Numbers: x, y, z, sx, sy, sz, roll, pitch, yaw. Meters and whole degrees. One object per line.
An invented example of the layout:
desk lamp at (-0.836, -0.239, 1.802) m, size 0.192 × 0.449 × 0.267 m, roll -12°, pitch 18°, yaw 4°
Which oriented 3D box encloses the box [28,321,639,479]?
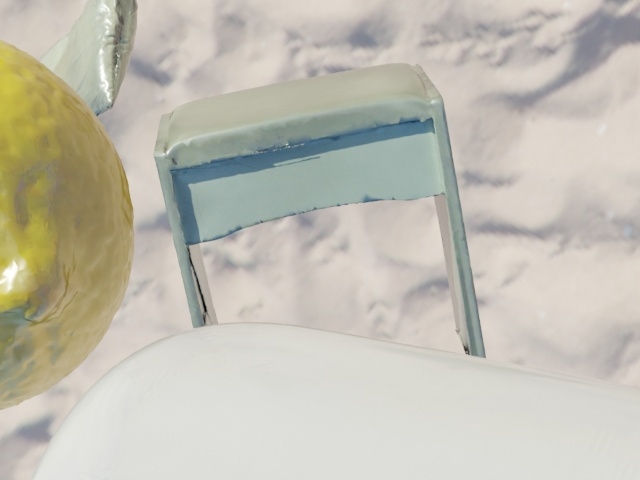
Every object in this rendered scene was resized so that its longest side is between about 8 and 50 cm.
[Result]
box at (0.003, 0.194, 0.440) m, size 0.288 × 0.349 × 0.141 m, roll 9°, pitch 156°, yaw 28°

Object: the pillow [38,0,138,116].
pillow at (-0.244, -0.154, 1.595) m, size 0.050 × 0.148 × 0.229 m, roll 22°, pitch 150°, yaw -24°

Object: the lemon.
lemon at (-0.221, -0.007, 0.931) m, size 0.253 × 0.228 × 0.228 m, roll 14°, pitch 132°, yaw 30°

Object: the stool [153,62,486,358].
stool at (0.000, 0.000, 1.437) m, size 0.243 × 0.170 × 0.270 m, roll -10°, pitch 106°, yaw 0°
